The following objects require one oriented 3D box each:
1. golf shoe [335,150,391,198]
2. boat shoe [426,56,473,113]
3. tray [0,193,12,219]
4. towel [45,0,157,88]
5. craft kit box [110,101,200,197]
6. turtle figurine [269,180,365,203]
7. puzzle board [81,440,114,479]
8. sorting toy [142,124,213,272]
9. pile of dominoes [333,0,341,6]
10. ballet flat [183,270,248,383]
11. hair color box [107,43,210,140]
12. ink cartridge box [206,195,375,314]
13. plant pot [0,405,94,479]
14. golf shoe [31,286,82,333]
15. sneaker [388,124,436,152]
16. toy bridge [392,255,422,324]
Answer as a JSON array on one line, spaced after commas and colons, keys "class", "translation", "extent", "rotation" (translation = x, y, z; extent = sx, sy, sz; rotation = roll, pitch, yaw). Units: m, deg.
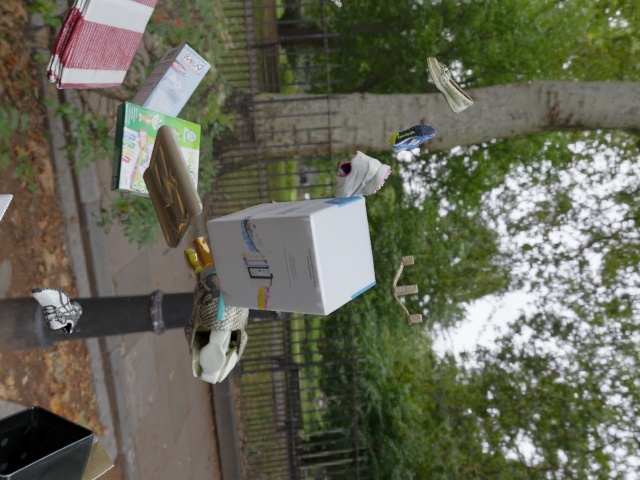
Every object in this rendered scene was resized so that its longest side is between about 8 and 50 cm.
[{"class": "golf shoe", "translation": [0.099, -0.188, 1.724], "extent": [0.306, 0.140, 0.115], "rotation": [-39, -162, 54]}, {"class": "boat shoe", "translation": [0.292, -0.359, 1.216], "extent": [0.153, 0.048, 0.056], "rotation": [49, 31, -26]}, {"class": "tray", "translation": [-1.031, -0.079, 1.567], "extent": [0.030, 0.271, 0.145], "rotation": [49, 49, -55]}, {"class": "towel", "translation": [-0.335, -0.411, 0.898], "extent": [0.328, 0.037, 0.237], "rotation": [-59, -177, 17]}, {"class": "craft kit box", "translation": [-0.471, -0.244, 1.550], "extent": [0.247, 0.061, 0.249], "rotation": [9, 79, -49]}, {"class": "turtle figurine", "translation": [0.000, 0.000, 1.344], "extent": [0.266, 0.275, 0.197], "rotation": [50, 40, -64]}, {"class": "puzzle board", "translation": [-0.567, 0.546, 1.269], "extent": [0.096, 0.128, 0.011], "rotation": [29, -40, 43]}, {"class": "sorting toy", "translation": [-0.308, -0.069, 1.177], "extent": [0.229, 0.041, 0.307], "rotation": [-36, -106, 56]}, {"class": "pile of dominoes", "translation": [-0.023, -0.771, 1.432], "extent": [0.196, 0.040, 0.251], "rotation": [18, 48, -50]}, {"class": "ballet flat", "translation": [-0.258, 0.246, 1.303], "extent": [0.482, 0.164, 0.181], "rotation": [113, -17, -59]}, {"class": "hair color box", "translation": [-0.543, -0.468, 1.792], "extent": [0.185, 0.114, 0.374], "rotation": [19, -105, 53]}, {"class": "ink cartridge box", "translation": [-0.051, 0.022, 0.955], "extent": [0.171, 0.233, 0.168], "rotation": [-24, 109, -52]}, {"class": "plant pot", "translation": [-0.578, 0.454, 1.035], "extent": [0.188, 0.188, 0.166], "rotation": [-13, 111, -61]}, {"class": "golf shoe", "translation": [-0.752, 0.200, 1.524], "extent": [0.198, 0.077, 0.093], "rotation": [67, 19, -56]}, {"class": "sneaker", "translation": [0.282, -0.309, 1.633], "extent": [0.059, 0.144, 0.053], "rotation": [67, 9, -52]}, {"class": "toy bridge", "translation": [0.223, 0.131, 1.400], "extent": [0.026, 0.063, 0.188], "rotation": [62, 23, -59]}]
